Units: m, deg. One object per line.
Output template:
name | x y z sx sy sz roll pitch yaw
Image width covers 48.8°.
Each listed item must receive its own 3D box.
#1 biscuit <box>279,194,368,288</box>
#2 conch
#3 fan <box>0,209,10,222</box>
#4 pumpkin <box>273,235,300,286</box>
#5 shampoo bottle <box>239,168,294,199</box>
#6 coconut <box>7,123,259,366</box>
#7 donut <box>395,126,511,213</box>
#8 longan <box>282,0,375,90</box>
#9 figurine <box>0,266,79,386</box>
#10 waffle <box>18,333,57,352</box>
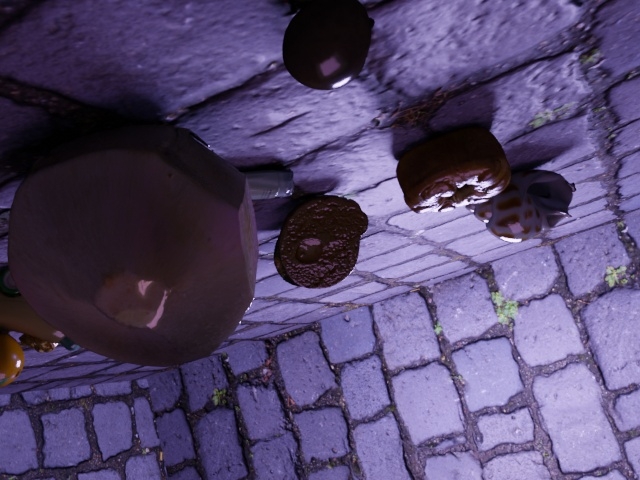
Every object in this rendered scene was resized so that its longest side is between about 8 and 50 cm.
biscuit | 0.000 0.000 1.480 0.181 0.208 0.049 7 -159 -15
conch | 0.467 -0.086 1.694 0.275 0.182 0.149 0 -168 -31
fan | -0.473 -0.044 1.110 0.083 0.004 0.056 -27 162 38
pumpkin | -0.020 0.028 1.604 0.190 0.146 0.190 -13 140 -11
shampoo bottle | -0.147 -0.090 1.195 0.213 0.049 0.072 -9 161 -28
coconut | -0.243 0.008 0.956 0.353 0.352 0.352 -15 167 -4
donut | 0.254 -0.128 1.352 0.227 0.113 0.226 -15 167 -3
longan | 0.011 -0.217 0.771 0.113 0.092 0.113 -31 154 -17
figurine | -0.633 0.180 1.376 0.325 0.222 0.124 -14 169 -10
waffle | -0.566 0.176 1.555 0.229 0.057 0.219 -24 -162 30
